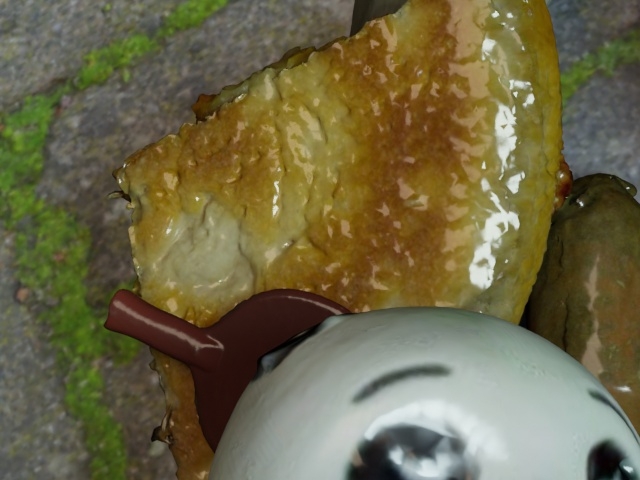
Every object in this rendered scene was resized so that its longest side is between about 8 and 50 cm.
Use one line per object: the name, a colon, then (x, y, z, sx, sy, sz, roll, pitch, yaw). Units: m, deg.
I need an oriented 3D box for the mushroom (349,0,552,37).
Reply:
mushroom: (0.055, -0.114, 1.016, 0.116, 0.093, 0.225, 27, 80, 41)

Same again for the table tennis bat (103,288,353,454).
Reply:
table tennis bat: (-0.037, 0.063, 0.899, 0.155, 0.019, 0.098, 24, 98, 20)

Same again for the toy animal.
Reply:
toy animal: (0.046, 0.164, 0.780, 0.213, 0.212, 0.266, 18, 103, 27)

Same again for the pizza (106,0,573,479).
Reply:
pizza: (0.000, 0.000, 0.940, 0.226, 0.086, 0.335, 28, 100, 24)

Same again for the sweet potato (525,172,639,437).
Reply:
sweet potato: (0.140, 0.091, 0.896, 0.075, 0.075, 0.273, -11, 63, 15)
